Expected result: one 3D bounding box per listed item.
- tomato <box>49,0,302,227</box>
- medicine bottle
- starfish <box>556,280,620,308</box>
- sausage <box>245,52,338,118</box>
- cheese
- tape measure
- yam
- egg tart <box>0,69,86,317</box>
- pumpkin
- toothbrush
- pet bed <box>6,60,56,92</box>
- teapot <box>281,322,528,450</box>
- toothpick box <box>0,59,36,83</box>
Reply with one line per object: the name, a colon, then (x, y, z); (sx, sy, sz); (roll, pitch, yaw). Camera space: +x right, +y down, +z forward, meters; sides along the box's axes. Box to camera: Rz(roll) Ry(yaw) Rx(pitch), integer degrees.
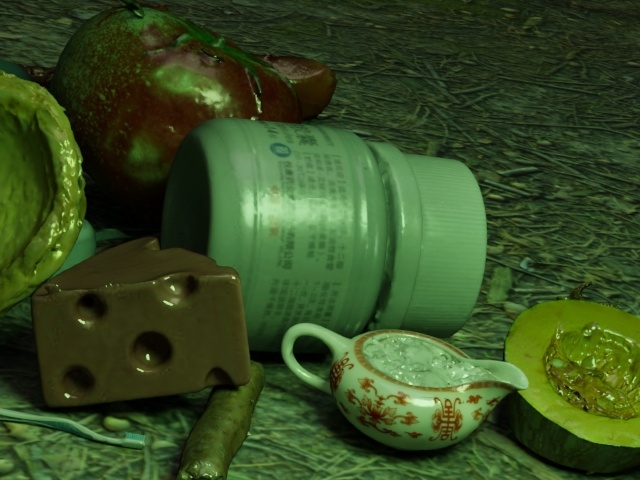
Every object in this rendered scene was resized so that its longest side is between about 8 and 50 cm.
tomato: (-0.178, -0.143, 1.924); (0.303, 0.239, 0.303); (29, 10, -6)
medicine bottle: (0.000, 0.000, 1.701); (0.306, 0.245, 0.245); (4, 24, -20)
starfish: (0.329, 0.077, 1.958); (0.091, 0.028, 0.078); (3, 30, -26)
sausage: (-0.135, -0.233, 2.369); (0.330, 0.102, 0.102); (5, 24, -14)
cheese: (-0.173, 0.067, 1.567); (0.202, 0.128, 0.177); (-8, 17, 0)
tape measure: (-0.246, 0.016, 1.771); (0.330, 0.084, 0.164); (12, 22, -15)
yam: (-0.092, 0.178, 1.494); (0.056, 0.057, 0.241); (13, 21, 4)
egg tart: (-0.360, -0.028, 1.616); (0.294, 0.294, 0.123); (21, -9, 21)
pumpkin: (0.280, 0.168, 1.647); (0.217, 0.110, 0.217); (13, 34, -9)
toothbrush: (-0.243, 0.174, 1.478); (0.162, 0.014, 0.017); (10, 37, -3)
pet bed: (-0.400, -0.200, 2.220); (0.201, 0.054, 0.201); (14, 19, -5)
teapot: (0.076, 0.143, 1.582); (0.245, 0.116, 0.159); (15, 36, 2)
toothpick box: (-0.393, -0.141, 2.004); (0.120, 0.120, 0.184); (-1, 30, -28)
